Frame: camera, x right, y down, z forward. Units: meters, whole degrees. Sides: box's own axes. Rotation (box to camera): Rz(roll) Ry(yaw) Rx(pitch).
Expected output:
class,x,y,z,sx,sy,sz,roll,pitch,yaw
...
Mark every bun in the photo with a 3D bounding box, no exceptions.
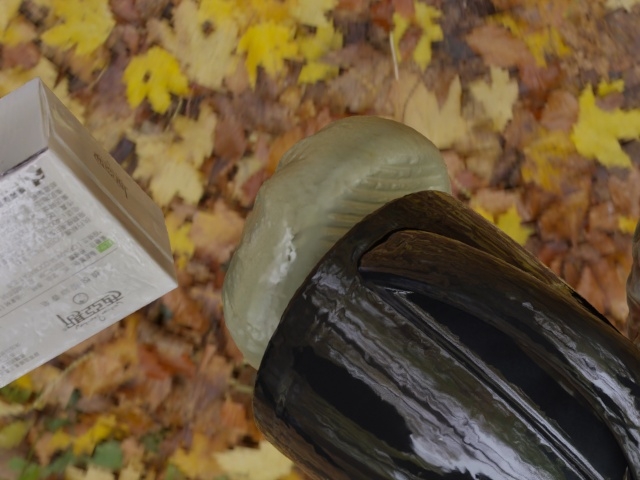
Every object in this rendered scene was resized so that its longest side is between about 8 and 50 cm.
class,x,y,z,sx,sy,sz,roll,pitch,yaw
bun,0.000,0.000,1.160,0.127,0.222,0.222,29,120,38

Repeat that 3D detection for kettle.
class,x,y,z,sx,sy,sz,roll,pitch,yaw
kettle,0.122,0.111,0.935,0.290,0.207,0.268,38,155,27

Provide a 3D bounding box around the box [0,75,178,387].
class,x,y,z,sx,sy,sz,roll,pitch,yaw
box,-0.282,0.014,1.273,0.260,0.111,0.194,-30,132,8

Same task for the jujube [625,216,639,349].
class,x,y,z,sx,sy,sz,roll,pitch,yaw
jujube,0.377,0.044,1.312,0.226,0.226,0.317,-1,108,3
